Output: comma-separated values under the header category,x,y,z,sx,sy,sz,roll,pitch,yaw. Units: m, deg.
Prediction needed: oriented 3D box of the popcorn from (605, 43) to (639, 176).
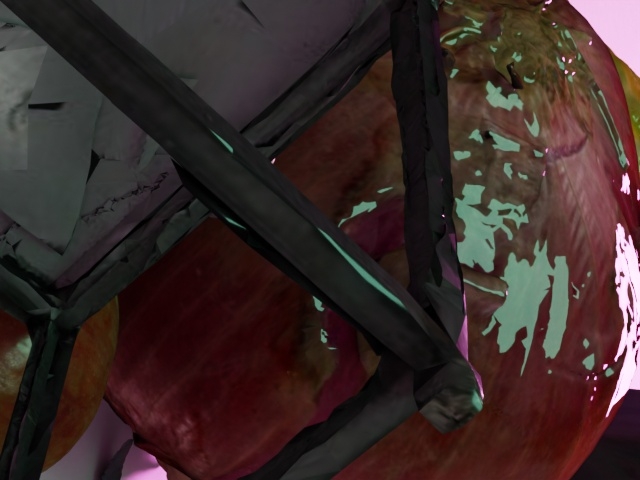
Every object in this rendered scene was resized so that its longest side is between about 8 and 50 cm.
category,x,y,z,sx,sy,sz,roll,pitch,yaw
popcorn,0.132,-0.056,1.289,0.242,0.250,0.235,-10,105,-61

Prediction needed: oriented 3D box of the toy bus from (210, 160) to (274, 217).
category,x,y,z,sx,sy,sz,roll,pitch,yaw
toy bus,-0.134,-0.102,0.804,0.092,0.268,0.106,144,-32,-72

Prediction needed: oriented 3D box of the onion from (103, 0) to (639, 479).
category,x,y,z,sx,sy,sz,roll,pitch,yaw
onion,0.026,-0.011,1.008,0.353,0.354,0.353,8,81,-62

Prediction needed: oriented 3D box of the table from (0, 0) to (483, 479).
category,x,y,z,sx,sy,sz,roll,pitch,yaw
table,-0.148,-0.065,0.579,0.335,0.222,0.272,42,23,-21

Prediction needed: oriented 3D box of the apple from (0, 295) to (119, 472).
category,x,y,z,sx,sy,sz,roll,pitch,yaw
apple,-0.157,0.040,0.849,0.131,0.146,0.146,49,47,-54

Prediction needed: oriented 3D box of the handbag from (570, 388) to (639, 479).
category,x,y,z,sx,sy,sz,roll,pitch,yaw
handbag,0.250,0.195,1.474,0.275,0.178,0.302,55,24,16

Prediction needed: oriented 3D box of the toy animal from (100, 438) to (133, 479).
category,x,y,z,sx,sy,sz,roll,pitch,yaw
toy animal,-0.106,0.153,1.054,0.050,0.028,0.084,47,48,-40
